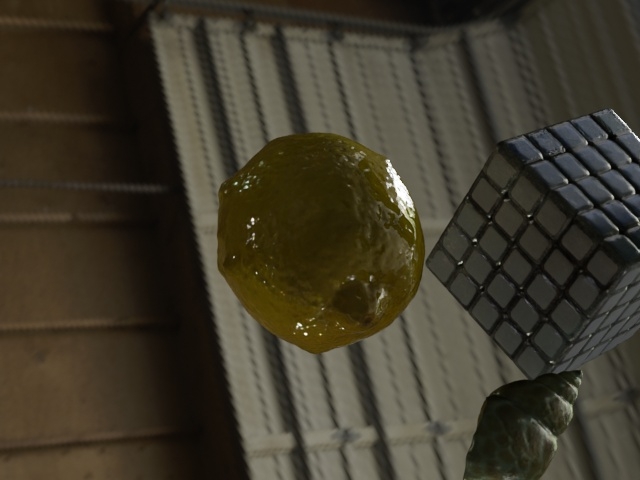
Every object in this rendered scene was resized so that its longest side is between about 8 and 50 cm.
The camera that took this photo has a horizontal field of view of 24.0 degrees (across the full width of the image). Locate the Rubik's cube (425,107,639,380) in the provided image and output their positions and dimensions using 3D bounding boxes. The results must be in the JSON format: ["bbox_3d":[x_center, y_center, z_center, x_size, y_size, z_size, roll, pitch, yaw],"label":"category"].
[{"bbox_3d":[0.318,0.005,1.917,0.237,0.238,0.237,-17,-122,-42],"label":"Rubik's cube"}]

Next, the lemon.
[{"bbox_3d":[0.000,0.000,1.678,0.233,0.233,0.288,15,-149,-29],"label":"lemon"}]

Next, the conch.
[{"bbox_3d":[0.221,0.225,1.709,0.173,0.106,0.116,-39,-51,-52],"label":"conch"}]
